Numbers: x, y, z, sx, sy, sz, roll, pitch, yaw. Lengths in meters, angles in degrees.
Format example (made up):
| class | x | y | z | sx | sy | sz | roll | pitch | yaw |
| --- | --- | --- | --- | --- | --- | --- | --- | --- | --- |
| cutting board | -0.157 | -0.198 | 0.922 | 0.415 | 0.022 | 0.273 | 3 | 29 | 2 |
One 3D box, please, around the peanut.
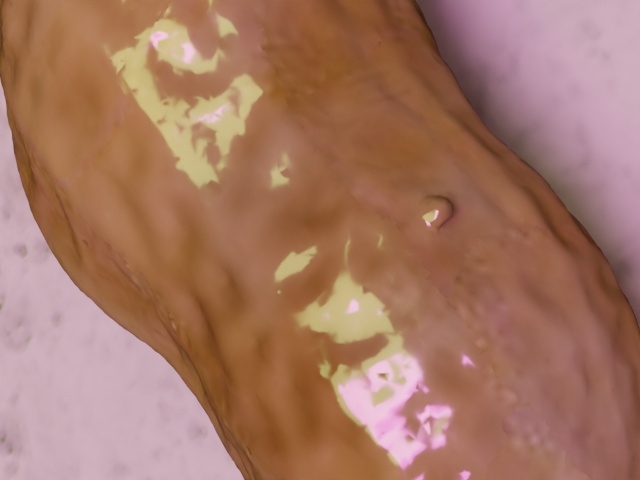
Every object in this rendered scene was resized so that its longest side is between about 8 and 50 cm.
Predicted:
| class | x | y | z | sx | sy | sz | roll | pitch | yaw |
| --- | --- | --- | --- | --- | --- | --- | --- | --- | --- |
| peanut | 0.000 | 0.000 | 0.495 | 0.149 | 0.149 | 0.313 | -43 | 69 | 23 |
